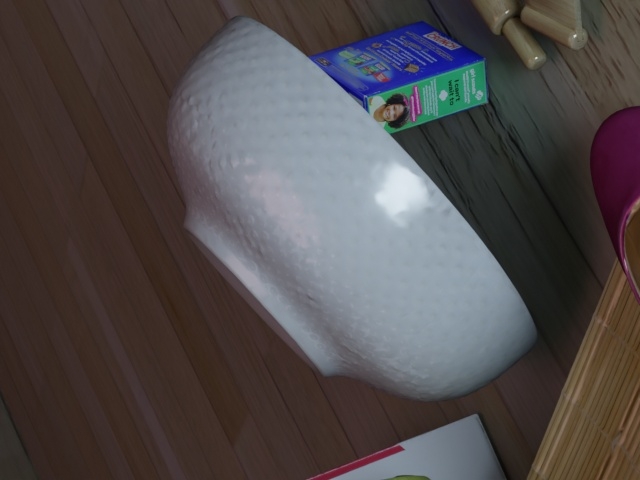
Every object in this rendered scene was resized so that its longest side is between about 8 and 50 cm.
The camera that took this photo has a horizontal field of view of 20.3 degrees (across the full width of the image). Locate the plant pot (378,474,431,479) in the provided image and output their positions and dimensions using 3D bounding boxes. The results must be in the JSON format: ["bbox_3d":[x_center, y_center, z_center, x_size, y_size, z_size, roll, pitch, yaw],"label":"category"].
[{"bbox_3d":[0.048,0.321,1.306,0.276,0.276,0.254,116,138,-59],"label":"plant pot"}]

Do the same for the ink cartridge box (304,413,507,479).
[{"bbox_3d":[0.044,0.250,1.576,0.100,0.172,0.237,67,157,12],"label":"ink cartridge box"}]

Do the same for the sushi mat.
[{"bbox_3d":[0.203,0.142,1.202,0.151,0.019,0.317,57,136,51],"label":"sushi mat"}]

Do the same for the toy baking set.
[{"bbox_3d":[0.124,-0.245,1.218,0.256,0.030,0.197,57,150,29],"label":"toy baking set"}]

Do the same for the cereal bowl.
[{"bbox_3d":[0.000,0.000,1.351,0.339,0.141,0.339,46,174,7],"label":"cereal bowl"}]

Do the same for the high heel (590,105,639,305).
[{"bbox_3d":[0.206,0.029,0.986,0.377,0.181,0.127,56,129,48],"label":"high heel"}]

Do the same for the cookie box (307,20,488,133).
[{"bbox_3d":[0.058,-0.122,1.350,0.092,0.107,0.040,40,143,51],"label":"cookie box"}]
